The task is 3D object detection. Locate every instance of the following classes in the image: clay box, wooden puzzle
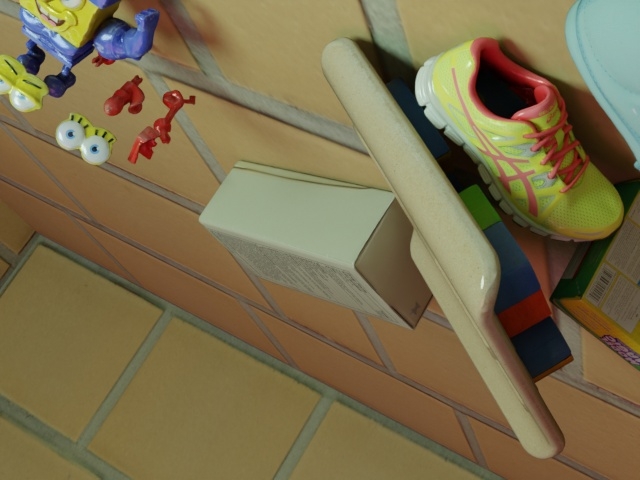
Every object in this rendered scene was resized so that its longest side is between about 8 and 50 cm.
[{"bbox_3d":[0.319,0.063,0.835,0.222,0.127,0.053,37,164,-15],"label":"clay box"},{"bbox_3d":[0.135,0.006,0.902,0.322,0.080,0.348,62,-178,39],"label":"wooden puzzle"}]

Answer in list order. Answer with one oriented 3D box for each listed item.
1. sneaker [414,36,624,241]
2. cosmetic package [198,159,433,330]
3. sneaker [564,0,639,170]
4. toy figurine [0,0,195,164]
[{"bbox_3d":[0.169,-0.079,0.764,0.208,0.081,0.094,41,156,-4],"label":"sneaker"},{"bbox_3d":[0.000,0.000,1.268,0.309,0.113,0.160,15,157,44],"label":"cosmetic package"},{"bbox_3d":[0.291,-0.043,0.611,0.366,0.135,0.150,48,167,-21],"label":"sneaker"},{"bbox_3d":[-0.269,-0.277,1.006,0.362,0.191,0.217,39,134,3],"label":"toy figurine"}]
